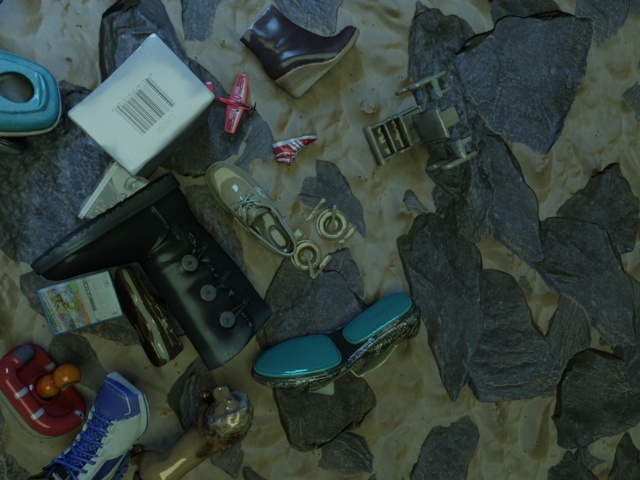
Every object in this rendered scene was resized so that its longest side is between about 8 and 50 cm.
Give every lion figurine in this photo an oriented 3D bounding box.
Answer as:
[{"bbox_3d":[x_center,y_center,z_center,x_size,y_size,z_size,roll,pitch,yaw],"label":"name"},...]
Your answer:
[{"bbox_3d":[-0.320,0.500,1.240,0.392,0.240,0.142,-46,105,-4],"label":"lion figurine"}]

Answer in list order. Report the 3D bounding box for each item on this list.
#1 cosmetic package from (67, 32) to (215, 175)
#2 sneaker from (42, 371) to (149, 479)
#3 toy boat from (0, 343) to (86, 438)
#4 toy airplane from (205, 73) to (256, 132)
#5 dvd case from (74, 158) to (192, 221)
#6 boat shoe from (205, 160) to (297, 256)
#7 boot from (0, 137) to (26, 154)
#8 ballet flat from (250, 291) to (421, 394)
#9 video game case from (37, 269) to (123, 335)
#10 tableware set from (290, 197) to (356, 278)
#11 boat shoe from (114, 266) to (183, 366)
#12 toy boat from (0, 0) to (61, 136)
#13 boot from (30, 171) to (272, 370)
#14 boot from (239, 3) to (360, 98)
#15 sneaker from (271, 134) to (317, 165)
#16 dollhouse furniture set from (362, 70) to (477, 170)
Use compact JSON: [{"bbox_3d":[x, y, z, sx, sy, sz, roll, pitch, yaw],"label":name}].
[{"bbox_3d":[-0.351,-0.254,1.062,0.217,0.385,0.156,-46,106,-7],"label":"cosmetic package"},{"bbox_3d":[-0.516,0.478,1.169,0.127,0.182,0.315,28,111,18],"label":"sneaker"},{"bbox_3d":[-0.619,0.334,1.179,0.151,0.151,0.231,-26,105,10],"label":"toy boat"},{"bbox_3d":[-0.232,-0.342,1.264,0.151,0.028,0.151,-1,96,-14],"label":"toy airplane"},{"bbox_3d":[-0.452,-0.070,1.249,0.221,0.018,0.164,34,88,-16],"label":"dvd case"},{"bbox_3d":[-0.166,-0.077,1.273,0.109,0.098,0.302,-41,100,-5],"label":"boat shoe"},{"bbox_3d":[-0.790,-0.179,1.131,0.247,0.083,0.161,11,106,-15],"label":"boot"},{"bbox_3d":[0.063,0.308,1.369,0.483,0.164,0.182,-24,122,-12],"label":"ballet flat"},{"bbox_3d":[-0.581,0.151,1.246,0.166,0.015,0.119,-16,101,-12],"label":"video game case"},{"bbox_3d":[0.000,0.000,1.360,0.128,0.039,0.194,40,86,-15],"label":"tableware set"},{"bbox_3d":[-0.418,0.178,1.265,0.095,0.095,0.257,-27,99,-41],"label":"boat shoe"},{"bbox_3d":[-0.685,-0.375,1.057,0.268,0.148,0.318,-8,87,-44],"label":"toy boat"},{"bbox_3d":[-0.361,0.121,1.182,0.367,0.146,0.445,-40,111,-27],"label":"boot"},{"bbox_3d":[-0.046,-0.499,1.258,0.248,0.090,0.207,-44,107,-2],"label":"boot"},{"bbox_3d":[-0.060,-0.231,1.314,0.119,0.042,0.067,-15,97,-4],"label":"sneaker"},{"bbox_3d":[0.232,-0.272,1.279,0.161,0.242,0.212,-27,102,-9],"label":"dollhouse furniture set"}]
